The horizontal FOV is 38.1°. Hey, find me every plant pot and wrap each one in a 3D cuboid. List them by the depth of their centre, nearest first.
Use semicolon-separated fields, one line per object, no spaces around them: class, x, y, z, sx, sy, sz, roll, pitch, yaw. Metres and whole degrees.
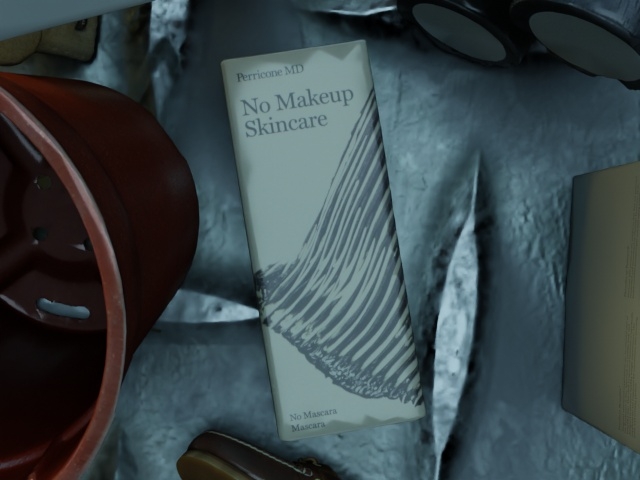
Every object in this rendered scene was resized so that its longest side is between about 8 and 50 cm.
plant pot;-0.207;0.006;0.577;0.272;0.265;0.272;2;102;8

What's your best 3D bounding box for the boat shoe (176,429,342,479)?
boat shoe;-0.011;0.205;0.706;0.207;0.073;0.073;37;51;-5

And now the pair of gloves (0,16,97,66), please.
pair of gloves;-0.214;-0.239;0.621;0.042;0.204;0.240;10;105;17

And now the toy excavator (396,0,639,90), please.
toy excavator;0.026;-0.324;0.615;0.445;0.433;0.222;31;88;-30

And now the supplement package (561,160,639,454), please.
supplement package;0.274;0.045;0.646;0.149;0.203;0.194;3;90;-3

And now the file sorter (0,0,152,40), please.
file sorter;-0.147;-0.233;0.461;0.173;0.278;0.193;28;129;29

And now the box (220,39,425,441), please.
box;0.000;0.000;0.690;0.113;0.094;0.275;-10;90;-2
